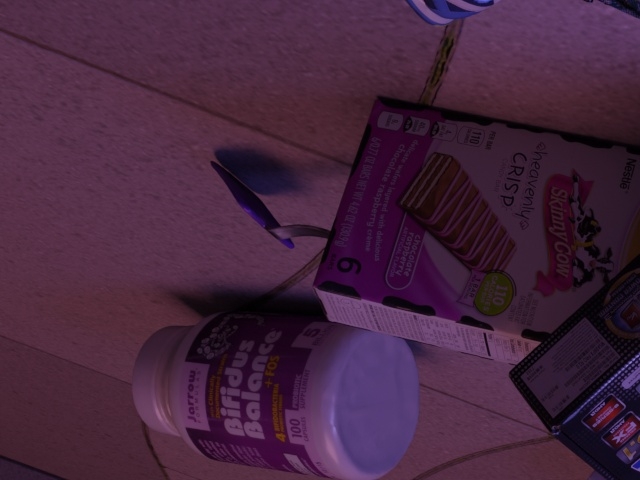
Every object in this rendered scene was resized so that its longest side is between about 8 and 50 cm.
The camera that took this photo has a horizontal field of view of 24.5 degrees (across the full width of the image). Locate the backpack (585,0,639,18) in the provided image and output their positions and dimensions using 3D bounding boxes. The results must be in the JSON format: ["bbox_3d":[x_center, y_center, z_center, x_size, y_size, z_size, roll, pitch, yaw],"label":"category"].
[{"bbox_3d":[0.194,-0.148,0.708,0.114,0.105,0.084,23,160,-22],"label":"backpack"}]

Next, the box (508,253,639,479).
[{"bbox_3d":[0.282,0.059,0.947,0.216,0.270,0.060,41,-170,-41],"label":"box"}]

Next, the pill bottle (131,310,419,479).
[{"bbox_3d":[-0.057,0.162,1.595,0.301,0.169,0.169,1,152,39],"label":"pill bottle"}]

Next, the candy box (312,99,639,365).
[{"bbox_3d":[0.130,0.001,1.053,0.233,0.159,0.071,12,159,16],"label":"candy box"}]

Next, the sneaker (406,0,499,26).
[{"bbox_3d":[0.056,-0.174,0.840,0.059,0.053,0.144,-1,160,43],"label":"sneaker"}]

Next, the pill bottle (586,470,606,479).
[{"bbox_3d":[0.406,0.334,1.567,0.272,0.152,0.152,29,171,45],"label":"pill bottle"}]

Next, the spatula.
[{"bbox_3d":[0.000,0.000,1.196,0.296,0.030,0.084,28,171,47],"label":"spatula"}]
